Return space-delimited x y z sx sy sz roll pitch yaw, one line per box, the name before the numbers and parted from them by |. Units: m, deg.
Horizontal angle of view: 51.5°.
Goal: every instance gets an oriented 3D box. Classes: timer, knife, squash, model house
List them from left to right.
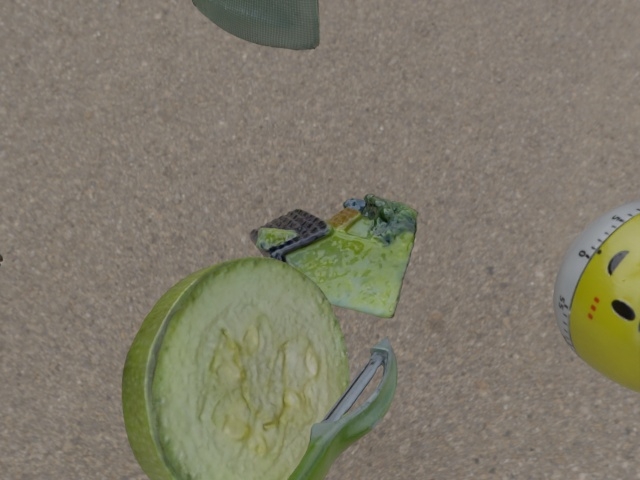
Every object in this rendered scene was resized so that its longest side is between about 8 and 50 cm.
squash | -0.063 0.140 0.642 0.252 0.049 0.252 11 73 -41
knife | -0.003 0.099 0.281 0.026 0.022 0.184 13 36 28
model house | 0.000 0.000 0.971 0.211 0.194 0.170 12 98 -19
timer | 0.472 0.095 0.853 0.285 0.285 0.285 1 66 -3

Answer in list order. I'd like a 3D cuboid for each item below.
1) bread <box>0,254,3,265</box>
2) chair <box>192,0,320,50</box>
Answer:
bread | -0.272 0.048 0.460 0.084 0.074 0.139 7 52 39
chair | -0.039 -0.342 0.536 0.160 0.319 0.186 22 63 20
